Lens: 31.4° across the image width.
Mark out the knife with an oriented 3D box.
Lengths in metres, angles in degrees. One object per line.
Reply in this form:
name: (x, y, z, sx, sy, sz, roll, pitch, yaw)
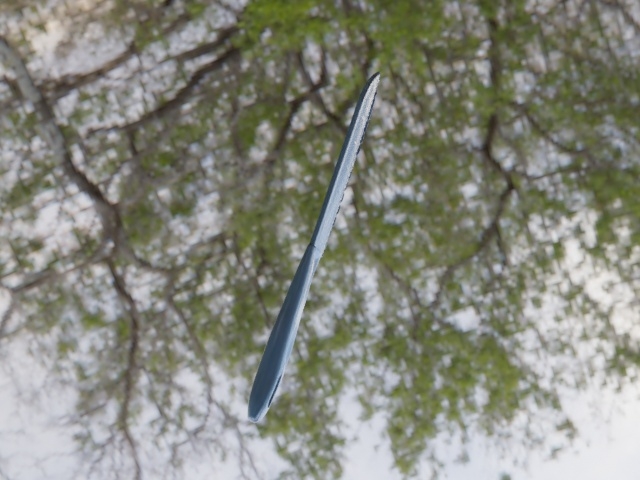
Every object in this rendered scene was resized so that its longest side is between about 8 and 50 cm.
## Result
knife: (0.000, 0.000, 0.931, 0.019, 0.044, 0.313, 16, -101, 19)
